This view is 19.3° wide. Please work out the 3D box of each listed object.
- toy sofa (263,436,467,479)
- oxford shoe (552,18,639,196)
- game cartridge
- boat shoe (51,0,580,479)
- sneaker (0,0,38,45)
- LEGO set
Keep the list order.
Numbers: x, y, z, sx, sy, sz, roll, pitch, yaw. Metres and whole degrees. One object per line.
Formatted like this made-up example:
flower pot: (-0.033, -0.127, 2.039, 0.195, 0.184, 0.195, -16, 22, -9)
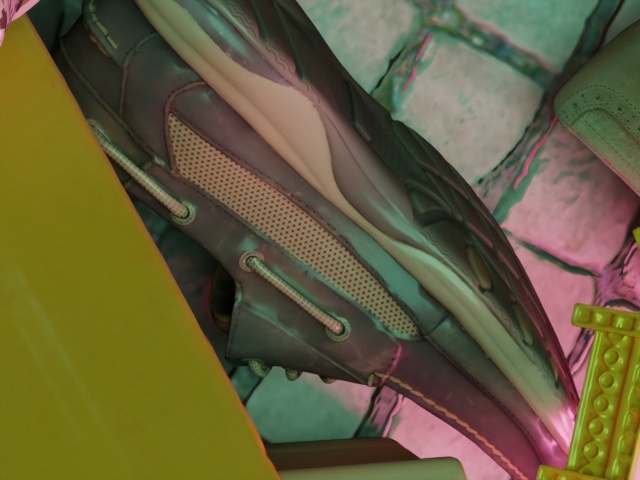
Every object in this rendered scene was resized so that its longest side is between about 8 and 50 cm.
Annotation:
toy sofa: (-0.006, 0.286, 0.939, 0.150, 0.177, 0.363, -2, 97, -16)
oxford shoe: (0.272, 0.030, 1.034, 0.146, 0.140, 0.397, -29, 109, 19)
game cartridge: (-0.188, 0.078, 0.796, 0.285, 0.052, 0.324, -26, 84, -20)
boat shoe: (0.000, 0.000, 0.951, 0.130, 0.132, 0.355, -36, 110, 17)
sneaker: (-0.235, -0.206, 0.664, 0.410, 0.182, 0.158, 39, 105, -25)
LEGO set: (0.208, 0.055, 0.926, 0.107, 0.132, 0.287, 21, 103, -56)
